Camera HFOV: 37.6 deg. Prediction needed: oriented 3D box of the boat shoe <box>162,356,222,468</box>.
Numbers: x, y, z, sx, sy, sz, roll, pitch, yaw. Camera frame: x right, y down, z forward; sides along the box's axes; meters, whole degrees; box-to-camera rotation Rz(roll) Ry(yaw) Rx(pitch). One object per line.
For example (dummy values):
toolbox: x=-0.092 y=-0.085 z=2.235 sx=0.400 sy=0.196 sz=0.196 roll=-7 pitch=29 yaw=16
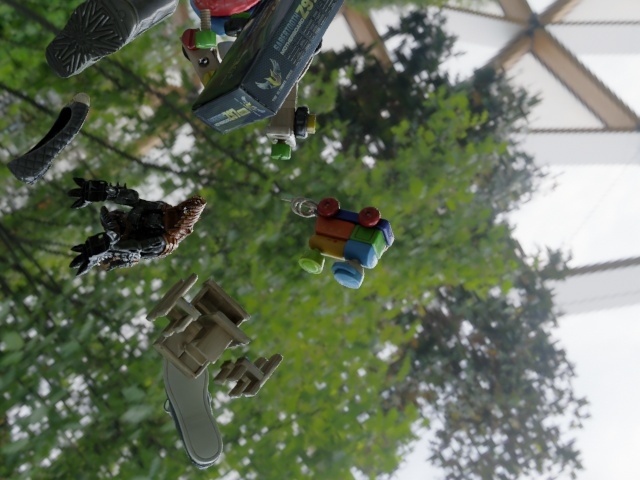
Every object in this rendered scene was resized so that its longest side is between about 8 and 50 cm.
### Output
boat shoe: x=-0.251 y=0.315 z=1.822 sx=0.095 sy=0.255 sz=0.079 roll=-14 pitch=159 yaw=-26

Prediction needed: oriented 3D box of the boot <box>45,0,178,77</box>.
boot: x=-0.248 y=-0.299 z=1.245 sx=0.189 sy=0.076 sz=0.208 roll=-14 pitch=-163 yaw=41

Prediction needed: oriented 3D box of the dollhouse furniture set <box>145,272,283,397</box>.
dollhouse furniture set: x=-0.182 y=0.149 z=1.669 sx=0.161 sy=0.212 sz=0.242 roll=-50 pitch=-168 yaw=-24

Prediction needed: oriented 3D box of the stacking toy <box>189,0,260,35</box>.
stacking toy: x=-0.190 y=-0.529 z=1.648 sx=0.175 sy=0.302 sz=0.166 roll=-34 pitch=-129 yaw=-4

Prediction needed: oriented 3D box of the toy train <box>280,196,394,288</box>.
toy train: x=0.000 y=0.000 z=1.778 sx=0.248 sy=0.105 sz=0.143 roll=14 pitch=-121 yaw=27

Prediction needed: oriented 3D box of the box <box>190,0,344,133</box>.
box: x=-0.054 y=-0.247 z=1.147 sx=0.233 sy=0.059 sz=0.183 roll=-61 pitch=-158 yaw=-14

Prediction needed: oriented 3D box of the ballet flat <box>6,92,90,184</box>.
ballet flat: x=-0.398 y=-0.158 z=1.397 sx=0.057 sy=0.049 sz=0.173 roll=-5 pitch=-132 yaw=50

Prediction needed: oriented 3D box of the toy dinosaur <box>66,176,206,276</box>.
toy dinosaur: x=-0.317 y=-0.030 z=1.639 sx=0.218 sy=0.164 sz=0.322 roll=10 pitch=137 yaw=-44

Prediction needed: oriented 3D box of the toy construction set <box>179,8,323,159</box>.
toy construction set: x=-0.134 y=-0.258 z=1.698 sx=0.257 sy=0.237 sz=0.309 roll=-3 pitch=180 yaw=-23
